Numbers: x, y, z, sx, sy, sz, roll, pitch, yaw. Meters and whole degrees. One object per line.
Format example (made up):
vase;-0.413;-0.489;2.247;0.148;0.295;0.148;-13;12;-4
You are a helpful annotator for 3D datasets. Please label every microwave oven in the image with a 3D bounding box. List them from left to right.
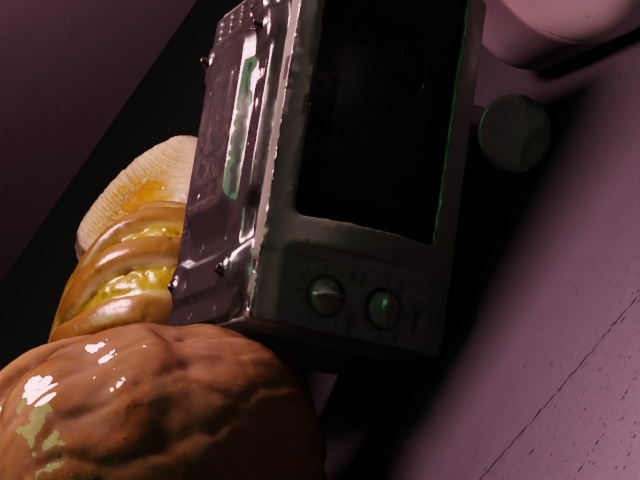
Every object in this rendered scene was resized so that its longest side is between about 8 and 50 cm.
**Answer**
microwave oven;-0.006;-0.054;1.423;0.237;0.181;0.295;162;119;-65

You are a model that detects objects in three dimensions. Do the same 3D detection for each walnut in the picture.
walnut;-0.143;0.200;1.312;0.296;0.285;0.285;-53;14;42

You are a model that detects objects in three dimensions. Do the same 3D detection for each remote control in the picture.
remote control;0.194;-0.261;1.422;0.332;0.103;0.221;160;101;-67

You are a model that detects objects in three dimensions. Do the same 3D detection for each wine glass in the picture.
wine glass;0.128;-0.088;1.447;0.073;0.073;0.155;-59;15;-10

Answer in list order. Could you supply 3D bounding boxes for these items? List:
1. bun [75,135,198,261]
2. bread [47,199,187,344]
bun;-0.188;-0.007;2.118;0.244;0.153;0.244;-30;26;16
bread;-0.170;0.117;1.599;0.333;0.160;0.333;8;-90;-85
